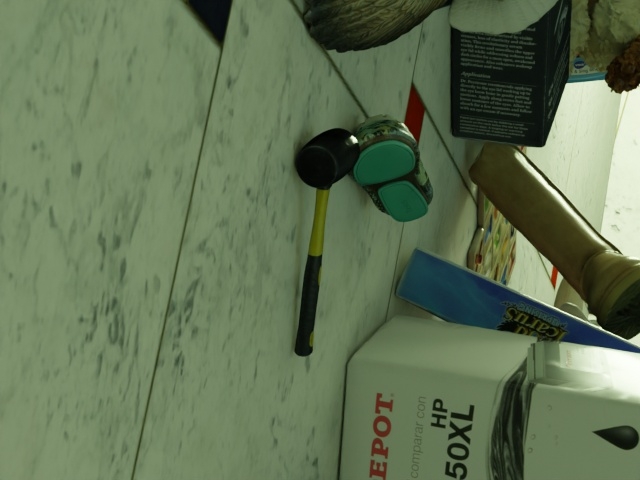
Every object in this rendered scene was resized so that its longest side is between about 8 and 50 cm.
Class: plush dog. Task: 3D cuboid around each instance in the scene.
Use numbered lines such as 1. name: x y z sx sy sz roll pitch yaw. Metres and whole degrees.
1. plush dog: 0.324 -0.273 2.158 0.262 0.225 0.210 -67 160 -44

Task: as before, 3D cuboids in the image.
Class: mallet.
1. mallet: 0.000 0.000 1.454 0.062 0.039 0.189 -51 150 -58

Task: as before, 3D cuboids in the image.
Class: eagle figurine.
1. eagle figurine: 0.113 -0.251 1.449 0.298 0.225 0.226 -78 -171 -63

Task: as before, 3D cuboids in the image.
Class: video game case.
1. video game case: 0.230 0.098 1.914 0.061 0.269 0.244 -65 165 1

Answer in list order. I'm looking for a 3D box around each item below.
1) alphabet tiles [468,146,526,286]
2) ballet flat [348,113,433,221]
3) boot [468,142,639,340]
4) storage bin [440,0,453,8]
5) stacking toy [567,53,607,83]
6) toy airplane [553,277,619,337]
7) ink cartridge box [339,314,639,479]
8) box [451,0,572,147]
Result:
1. alphabet tiles: 0.236 -0.016 2.395 0.342 0.011 0.285 -64 157 -50
2. ballet flat: 0.056 -0.075 1.595 0.188 0.070 0.070 65 35 -68
3. boot: 0.271 -0.011 2.069 0.089 0.269 0.236 -40 162 -2
4. storage bin: 0.121 -0.266 1.672 0.135 0.098 0.091 -42 114 -75
5. stacking toy: 0.340 -0.361 2.379 0.166 0.175 0.302 -30 116 -75
6. toy airplane: 0.272 0.278 2.172 0.384 0.272 0.386 -58 152 -59
7. ink cartridge box: 0.220 0.252 1.719 0.166 0.395 0.285 -34 130 -68
8. box: 0.211 -0.230 1.987 0.153 0.108 0.207 -64 156 -50
